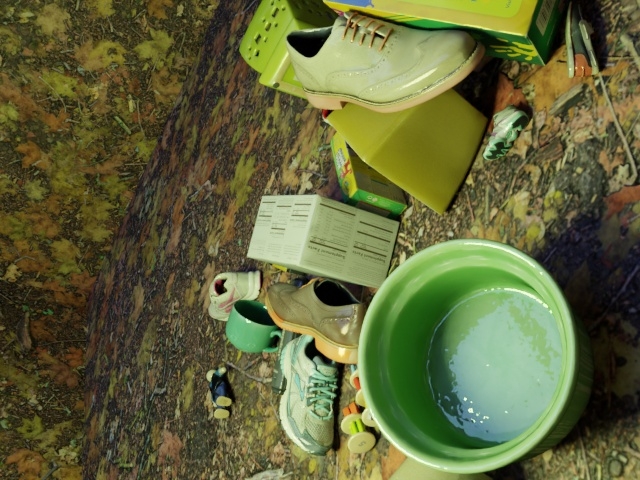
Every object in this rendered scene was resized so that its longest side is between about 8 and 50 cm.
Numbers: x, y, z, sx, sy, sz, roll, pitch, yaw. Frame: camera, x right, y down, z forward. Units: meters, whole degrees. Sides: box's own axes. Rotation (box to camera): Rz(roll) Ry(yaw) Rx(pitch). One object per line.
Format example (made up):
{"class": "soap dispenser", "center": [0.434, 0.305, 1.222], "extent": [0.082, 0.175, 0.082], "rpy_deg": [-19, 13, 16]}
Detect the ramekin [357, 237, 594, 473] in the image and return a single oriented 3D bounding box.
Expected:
{"class": "ramekin", "center": [0.216, 0.160, 0.939], "extent": [0.303, 0.148, 0.303], "rpy_deg": [-14, 65, 33]}

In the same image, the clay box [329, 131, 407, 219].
{"class": "clay box", "center": [0.095, -0.152, 1.437], "extent": [0.053, 0.127, 0.222], "rpy_deg": [-51, 35, 36]}

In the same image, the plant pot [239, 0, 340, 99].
{"class": "plant pot", "center": [-0.052, -0.502, 1.798], "extent": [0.228, 0.227, 0.207], "rpy_deg": [-54, 40, 33]}

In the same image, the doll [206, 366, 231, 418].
{"class": "doll", "center": [-0.284, 0.413, 1.920], "extent": [0.189, 0.046, 0.129], "rpy_deg": [-135, 55, -66]}

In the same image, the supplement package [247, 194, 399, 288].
{"class": "supplement package", "center": [0.000, 0.000, 1.448], "extent": [0.262, 0.204, 0.145], "rpy_deg": [7, 81, 62]}

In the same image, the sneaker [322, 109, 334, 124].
{"class": "sneaker", "center": [0.106, -0.356, 1.504], "extent": [0.270, 0.145, 0.090], "rpy_deg": [-62, 30, 21]}

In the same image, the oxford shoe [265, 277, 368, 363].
{"class": "oxford shoe", "center": [-0.002, 0.132, 1.442], "extent": [0.364, 0.130, 0.132], "rpy_deg": [21, 114, 53]}

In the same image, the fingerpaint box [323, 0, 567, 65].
{"class": "fingerpaint box", "center": [0.257, -0.555, 1.148], "extent": [0.371, 0.163, 0.444], "rpy_deg": [20, 94, 28]}

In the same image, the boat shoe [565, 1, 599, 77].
{"class": "boat shoe", "center": [0.400, -0.309, 1.057], "extent": [0.043, 0.049, 0.137], "rpy_deg": [-2, 65, 17]}

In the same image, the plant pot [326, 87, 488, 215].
{"class": "plant pot", "center": [0.173, -0.208, 1.262], "extent": [0.187, 0.212, 0.212], "rpy_deg": [-51, 33, 14]}

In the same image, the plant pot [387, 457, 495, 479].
{"class": "plant pot", "center": [0.142, 0.445, 0.957], "extent": [0.256, 0.256, 0.274], "rpy_deg": [-12, 49, 59]}

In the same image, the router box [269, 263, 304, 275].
{"class": "router box", "center": [-0.062, -0.009, 1.736], "extent": [0.133, 0.046, 0.178], "rpy_deg": [16, 90, 62]}

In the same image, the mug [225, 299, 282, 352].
{"class": "mug", "center": [-0.167, 0.227, 1.715], "extent": [0.097, 0.130, 0.158], "rpy_deg": [-68, 28, 17]}

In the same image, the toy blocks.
{"class": "toy blocks", "center": [0.074, 0.309, 1.313], "extent": [0.148, 0.054, 0.123], "rpy_deg": [-111, 39, -58]}

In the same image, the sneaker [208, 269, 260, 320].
{"class": "sneaker", "center": [-0.270, 0.147, 1.962], "extent": [0.252, 0.111, 0.103], "rpy_deg": [-44, 40, 44]}

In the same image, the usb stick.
{"class": "usb stick", "center": [-0.068, 0.223, 1.625], "extent": [0.077, 0.045, 0.277], "rpy_deg": [-3, 74, 60]}

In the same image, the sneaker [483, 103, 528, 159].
{"class": "sneaker", "center": [0.306, -0.188, 1.173], "extent": [0.098, 0.038, 0.069], "rpy_deg": [-50, 33, 21]}

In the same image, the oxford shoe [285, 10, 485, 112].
{"class": "oxford shoe", "center": [0.085, -0.311, 1.162], "extent": [0.397, 0.146, 0.140], "rpy_deg": [4, 52, 45]}

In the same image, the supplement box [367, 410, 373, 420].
{"class": "supplement box", "center": [0.180, 0.248, 1.133], "extent": [0.239, 0.073, 0.130], "rpy_deg": [-13, 64, 58]}

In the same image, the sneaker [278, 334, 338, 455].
{"class": "sneaker", "center": [-0.017, 0.303, 1.428], "extent": [0.122, 0.110, 0.283], "rpy_deg": [-49, 37, 33]}
